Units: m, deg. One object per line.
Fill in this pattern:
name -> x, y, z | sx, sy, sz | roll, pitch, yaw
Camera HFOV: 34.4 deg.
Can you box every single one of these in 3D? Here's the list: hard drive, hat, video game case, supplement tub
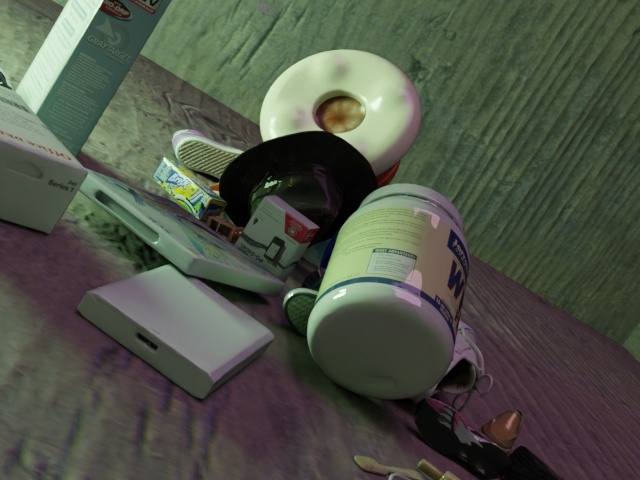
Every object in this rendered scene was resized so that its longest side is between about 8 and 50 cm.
hard drive -> -0.191, 0.118, 1.456 | 0.203, 0.040, 0.307 | 35, 11, 7
hat -> -0.046, -0.066, 2.106 | 0.331, 0.331, 0.134 | 29, 36, -23
video game case -> -0.242, -0.012, 1.776 | 0.300, 0.036, 0.329 | 35, 5, 24
supplement tub -> 0.123, 0.077, 1.727 | 0.235, 0.235, 0.324 | 31, 40, -10

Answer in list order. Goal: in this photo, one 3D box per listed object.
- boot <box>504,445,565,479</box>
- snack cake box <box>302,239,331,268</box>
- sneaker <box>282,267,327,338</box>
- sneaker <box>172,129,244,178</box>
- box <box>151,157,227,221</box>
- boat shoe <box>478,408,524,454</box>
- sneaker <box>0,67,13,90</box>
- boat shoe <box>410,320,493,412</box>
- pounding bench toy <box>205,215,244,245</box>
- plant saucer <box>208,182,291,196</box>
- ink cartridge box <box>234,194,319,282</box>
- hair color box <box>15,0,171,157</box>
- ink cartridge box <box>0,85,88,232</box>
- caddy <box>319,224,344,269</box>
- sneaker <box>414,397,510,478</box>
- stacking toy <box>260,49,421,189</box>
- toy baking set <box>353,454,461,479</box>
boot -> 0.400, 0.437, 1.675 | 0.161, 0.083, 0.246 | 36, 11, -17
snack cake box -> 0.000, 0.000, 2.400 | 0.264, 0.089, 0.152 | 32, 13, -5
sneaker -> -0.014, 0.106, 1.868 | 0.226, 0.086, 0.163 | 32, 16, -45
sneaker -> -0.239, -0.202, 2.575 | 0.282, 0.102, 0.161 | 28, 9, -24
box -> -0.273, -0.104, 2.159 | 0.169, 0.054, 0.059 | 41, 13, 31
boat shoe -> 0.340, 0.343, 1.911 | 0.068, 0.072, 0.190 | 36, 11, 12
sneaker -> -0.630, -0.309, 1.947 | 0.235, 0.084, 0.097 | 39, 11, 29
boat shoe -> 0.245, 0.243, 1.916 | 0.156, 0.135, 0.367 | 37, 14, 21
pounding bench toy -> -0.180, -0.010, 1.986 | 0.065, 0.052, 0.083 | 24, 8, 15
plant saucer -> -0.157, -0.109, 2.337 | 0.200, 0.037, 0.200 | -3, 13, 1
ink cartridge box -> -0.091, 0.007, 1.941 | 0.109, 0.150, 0.063 | 36, 15, 13
hair color box -> -0.430, -0.347, 1.911 | 0.114, 0.374, 0.185 | 26, 13, -34
ink cartridge box -> -0.499, -0.145, 1.512 | 0.201, 0.117, 0.278 | 21, 16, -48
caddy -> 0.149, 0.047, 2.229 | 0.341, 0.241, 0.179 | 19, 24, -51
sneaker -> 0.226, 0.328, 1.710 | 0.178, 0.072, 0.077 | 41, -1, -1
stacking toy -> 0.064, -0.176, 2.404 | 0.351, 0.350, 0.480 | 38, -18, 24
toy baking set -> 0.172, 0.364, 1.444 | 0.256, 0.030, 0.197 | 37, 11, 18
